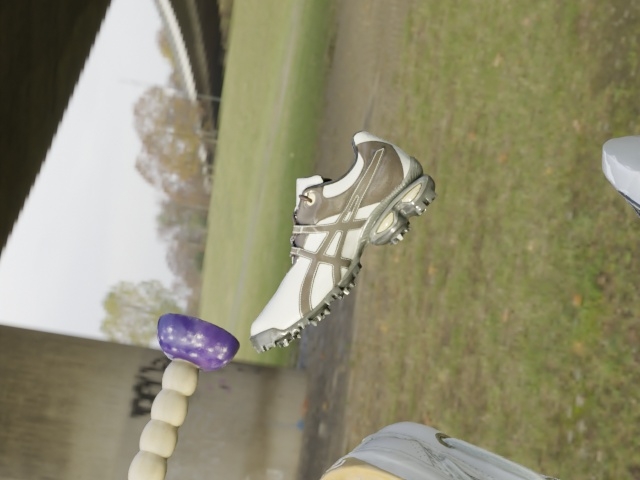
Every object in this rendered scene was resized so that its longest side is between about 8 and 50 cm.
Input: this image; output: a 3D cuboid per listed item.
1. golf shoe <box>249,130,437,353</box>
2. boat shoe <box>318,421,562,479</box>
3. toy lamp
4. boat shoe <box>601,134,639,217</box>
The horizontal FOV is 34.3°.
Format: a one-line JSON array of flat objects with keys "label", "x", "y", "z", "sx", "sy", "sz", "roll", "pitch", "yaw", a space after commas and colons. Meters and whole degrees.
[{"label": "golf shoe", "x": 0.000, "y": 0.000, "z": 0.828, "sx": 0.198, "sy": 0.094, "sz": 0.077, "roll": -47, "pitch": 2, "yaw": -5}, {"label": "boat shoe", "x": 0.132, "y": 0.158, "z": 0.445, "sx": 0.096, "sy": 0.277, "sz": 0.098, "roll": -36, "pitch": -27, "yaw": -57}, {"label": "toy lamp", "x": -0.140, "y": 0.195, "z": 0.795, "sx": 0.080, "sy": 0.080, "sz": 0.275, "roll": 111, "pitch": 179, "yaw": -67}, {"label": "boat shoe", "x": 0.300, "y": 0.008, "z": 0.748, "sx": 0.301, "sy": 0.108, "sz": 0.102, "roll": -132, "pitch": 38, "yaw": -57}]
